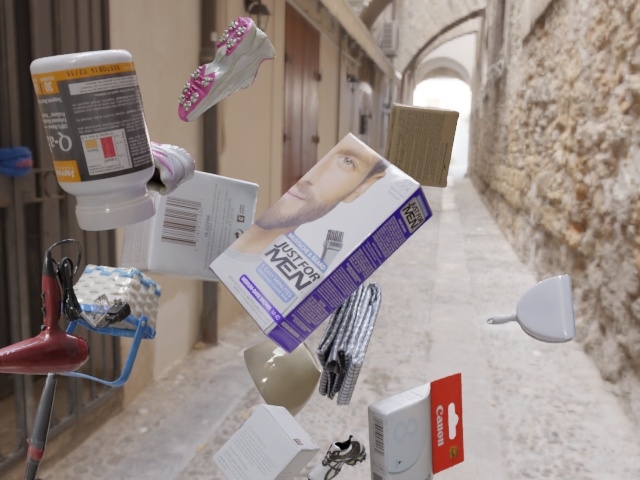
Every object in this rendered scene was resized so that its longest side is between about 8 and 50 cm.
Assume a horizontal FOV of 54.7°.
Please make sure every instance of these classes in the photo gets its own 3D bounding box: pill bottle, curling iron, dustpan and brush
[{"bbox_3d":[-0.368,-0.167,1.032,0.162,0.279,0.162,-7,16,2],"label":"pill bottle"},{"bbox_3d":[-0.524,0.378,1.143,0.035,0.274,0.068,9,3,-13],"label":"curling iron"},{"bbox_3d":[0.465,0.165,1.384,0.211,0.148,0.060,-12,-27,34],"label":"dustpan and brush"}]

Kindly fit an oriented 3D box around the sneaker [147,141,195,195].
[{"bbox_3d":[-0.402,-0.172,1.318,0.252,0.103,0.111,17,36,0],"label":"sneaker"}]

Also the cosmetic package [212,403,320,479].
[{"bbox_3d":[-0.129,0.520,1.507,0.151,0.184,0.151,42,-1,24],"label":"cosmetic package"}]

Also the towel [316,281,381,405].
[{"bbox_3d":[0.071,0.272,1.678,0.121,0.235,0.284,17,49,7],"label":"towel"}]

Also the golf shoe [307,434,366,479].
[{"bbox_3d":[0.038,0.654,1.862,0.198,0.094,0.077,-30,18,-5],"label":"golf shoe"}]

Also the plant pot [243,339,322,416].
[{"bbox_3d":[-0.107,0.451,2.124,0.190,0.284,0.284,-32,10,1],"label":"plant pot"}]

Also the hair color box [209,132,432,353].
[{"bbox_3d":[0.000,0.000,1.040,0.185,0.339,0.110,43,-7,35],"label":"hair color box"}]

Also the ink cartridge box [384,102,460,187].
[{"bbox_3d":[0.299,-0.288,1.872,0.193,0.235,0.088,5,18,-7],"label":"ink cartridge box"}]

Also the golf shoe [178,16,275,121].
[{"bbox_3d":[-0.236,-0.406,1.562,0.140,0.306,0.115,27,23,-44],"label":"golf shoe"}]

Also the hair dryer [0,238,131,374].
[{"bbox_3d":[-0.541,0.160,1.238,0.080,0.224,0.294,-17,28,40],"label":"hair dryer"}]

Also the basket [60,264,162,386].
[{"bbox_3d":[-0.541,0.216,1.575,0.254,0.289,0.201,5,-30,27],"label":"basket"}]

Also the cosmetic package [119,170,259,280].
[{"bbox_3d":[-0.442,-0.039,2.042,0.327,0.330,0.393,9,-6,-30],"label":"cosmetic package"}]

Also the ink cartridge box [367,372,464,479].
[{"bbox_3d":[0.314,0.589,1.820,0.384,0.309,0.091,-9,10,-33],"label":"ink cartridge box"}]
